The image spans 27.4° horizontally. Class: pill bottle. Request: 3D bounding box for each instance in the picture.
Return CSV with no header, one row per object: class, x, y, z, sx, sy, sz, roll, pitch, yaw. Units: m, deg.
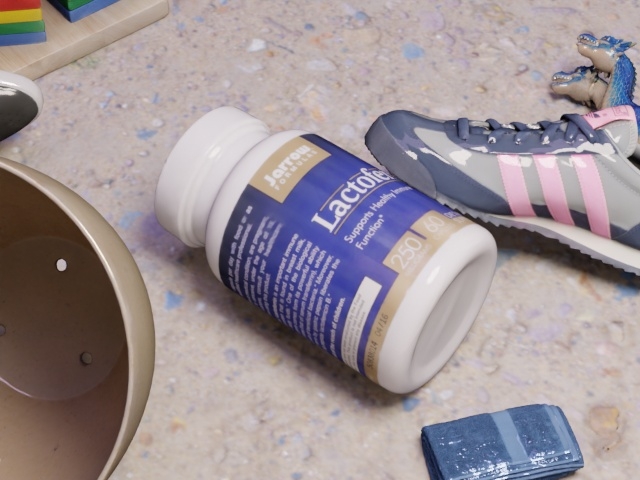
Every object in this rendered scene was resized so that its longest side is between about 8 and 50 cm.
pill bottle,0.000,0.000,1.094,0.264,0.153,0.153,30,55,22

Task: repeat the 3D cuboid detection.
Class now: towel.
towel,0.143,0.164,1.041,0.119,0.029,0.067,-10,50,-10

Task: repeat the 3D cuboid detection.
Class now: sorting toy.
sorting toy,-0.335,-0.285,1.366,0.255,0.089,0.257,-31,58,-26

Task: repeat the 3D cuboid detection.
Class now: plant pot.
plant pot,-0.240,0.070,0.976,0.284,0.284,0.191,15,9,10

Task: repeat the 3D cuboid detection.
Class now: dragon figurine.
dragon figurine,0.341,-0.103,1.242,0.289,0.085,0.144,25,53,19

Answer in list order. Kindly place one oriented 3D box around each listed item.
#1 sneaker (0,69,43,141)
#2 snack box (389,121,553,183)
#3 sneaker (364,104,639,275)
sneaker,-0.386,-0.059,1.167,0.295,0.105,0.147,-13,53,-6
snack box,0.154,-0.076,1.224,0.178,0.064,0.022,-5,49,-7
sneaker,0.201,-0.075,1.133,0.318,0.131,0.112,17,29,-11
